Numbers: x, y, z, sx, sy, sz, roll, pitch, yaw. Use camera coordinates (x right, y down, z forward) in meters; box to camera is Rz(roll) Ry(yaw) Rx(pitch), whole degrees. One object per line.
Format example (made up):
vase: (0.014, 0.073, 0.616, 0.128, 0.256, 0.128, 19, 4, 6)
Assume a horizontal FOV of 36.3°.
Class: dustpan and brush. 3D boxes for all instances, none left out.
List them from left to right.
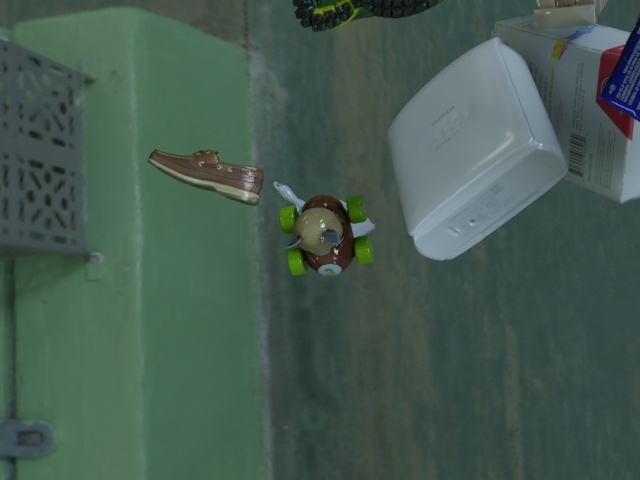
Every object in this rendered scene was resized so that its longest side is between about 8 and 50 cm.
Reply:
dustpan and brush: (-0.014, -0.055, 1.921, 0.211, 0.147, 0.060, 47, 141, 12)

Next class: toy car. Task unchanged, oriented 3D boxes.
toy car: (0.000, 0.000, 1.704, 0.155, 0.188, 0.149, -10, 97, 11)

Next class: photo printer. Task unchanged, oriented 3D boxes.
photo printer: (0.223, -0.152, 1.475, 0.256, 0.107, 0.308, -39, 36, 28)

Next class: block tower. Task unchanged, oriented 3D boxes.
block tower: (0.408, -0.427, 1.520, 0.090, 0.335, 0.097, -1, 120, 26)

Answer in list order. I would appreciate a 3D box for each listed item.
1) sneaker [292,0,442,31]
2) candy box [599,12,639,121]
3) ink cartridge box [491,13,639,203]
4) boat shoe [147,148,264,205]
sneaker: (0.115, -0.475, 1.777, 0.343, 0.146, 0.134, 0, 113, 40)
candy box: (0.512, -0.144, 1.046, 0.317, 0.268, 0.122, 40, 130, 28)
ink cartridge box: (0.415, -0.220, 1.543, 0.306, 0.131, 0.226, 37, 136, 50)
boat shoe: (-0.167, -0.105, 1.444, 0.178, 0.064, 0.060, 19, 87, 7)
